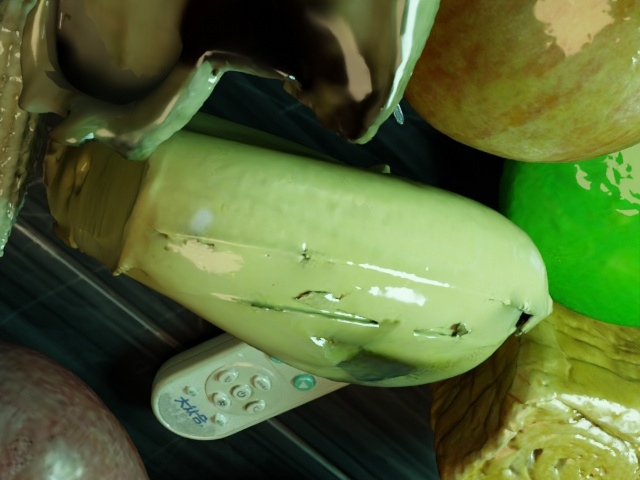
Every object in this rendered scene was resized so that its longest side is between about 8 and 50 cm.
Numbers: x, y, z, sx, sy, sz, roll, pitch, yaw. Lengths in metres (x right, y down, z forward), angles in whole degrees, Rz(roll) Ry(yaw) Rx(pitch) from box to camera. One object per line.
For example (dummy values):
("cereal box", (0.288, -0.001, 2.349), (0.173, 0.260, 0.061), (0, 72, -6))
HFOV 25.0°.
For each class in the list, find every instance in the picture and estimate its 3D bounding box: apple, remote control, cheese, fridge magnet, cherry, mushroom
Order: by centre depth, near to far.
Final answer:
("mushroom", (-0.022, -0.176, 0.713), (0.217, 0.212, 0.292), (14, 101, 18))
("apple", (0.128, -0.148, 0.772), (0.211, 0.211, 0.188), (31, 147, -22))
("cheese", (0.000, 0.000, 0.884), (0.316, 0.259, 0.128), (20, 100, -23))
("fridge magnet", (0.220, -0.030, 0.934), (0.208, 0.088, 0.208), (3, 126, 5))
("cherry", (-0.242, 0.201, 1.049), (0.307, 0.221, 0.261), (43, 127, -15))
("remote control", (-0.029, 0.087, 1.073), (0.221, 0.042, 0.078), (-26, 123, 20))

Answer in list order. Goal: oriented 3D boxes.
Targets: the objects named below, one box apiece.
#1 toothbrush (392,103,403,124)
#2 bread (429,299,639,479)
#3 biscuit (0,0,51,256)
("toothbrush", (0.037, -0.114, 0.926), (0.006, 0.008, 0.097), (-23, 126, 2))
("bread", (0.169, 0.121, 1.032), (0.158, 0.143, 0.149), (21, 127, -20))
("biscuit", (-0.173, -0.108, 0.852), (0.046, 0.147, 0.250), (18, 125, -8))
